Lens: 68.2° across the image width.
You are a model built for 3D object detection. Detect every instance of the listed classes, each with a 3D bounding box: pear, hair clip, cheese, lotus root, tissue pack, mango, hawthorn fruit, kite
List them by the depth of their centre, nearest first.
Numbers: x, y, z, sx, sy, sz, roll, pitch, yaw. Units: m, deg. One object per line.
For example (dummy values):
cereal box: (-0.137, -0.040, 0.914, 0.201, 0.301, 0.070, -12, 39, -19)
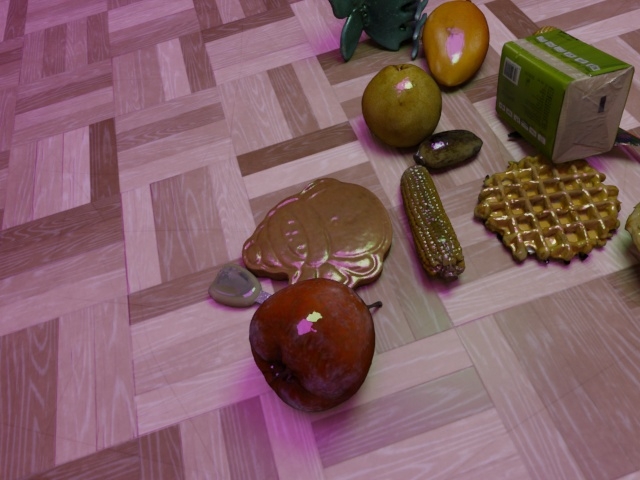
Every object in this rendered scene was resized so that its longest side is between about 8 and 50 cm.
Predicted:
hawthorn fruit: (-0.014, 0.171, 0.872, 0.231, 0.235, 0.263, 6, 59, 11)
cheese: (-0.152, 0.117, 1.050, 0.192, 0.037, 0.097, 19, 63, 20)
tissue pack: (0.551, -0.342, 1.104, 0.167, 0.200, 0.275, -14, 40, -3)
kite: (0.645, -0.277, 1.176, 0.321, 0.016, 0.234, 13, 45, 25)
lotus root: (0.318, -0.230, 1.178, 0.179, 0.080, 0.089, -18, 56, -4)
pear: (0.206, -0.348, 1.205, 0.209, 0.209, 0.209, -4, 56, 6)
mango: (0.390, -0.552, 1.348, 0.187, 0.138, 0.257, 3, 70, -10)
hair clip: (0.191, -0.721, 1.387, 0.238, 0.318, 0.392, 12, 57, 15)

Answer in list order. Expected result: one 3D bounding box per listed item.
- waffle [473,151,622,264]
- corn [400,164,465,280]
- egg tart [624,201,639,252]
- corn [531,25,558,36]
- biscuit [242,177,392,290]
waffle: (0.515, -0.090, 1.067, 0.329, 0.062, 0.329, -5, 56, 7)
corn: (0.243, -0.046, 1.063, 0.097, 0.097, 0.320, -10, 53, 2)
egg tart: (0.764, 0.013, 0.924, 0.315, 0.120, 0.315, -5, 54, 7)
corn: (0.587, -0.494, 1.307, 0.091, 0.091, 0.260, 2, 49, 54)
biscuit: (0.000, 0.000, 1.093, 0.351, 0.057, 0.312, -31, 56, -12)
